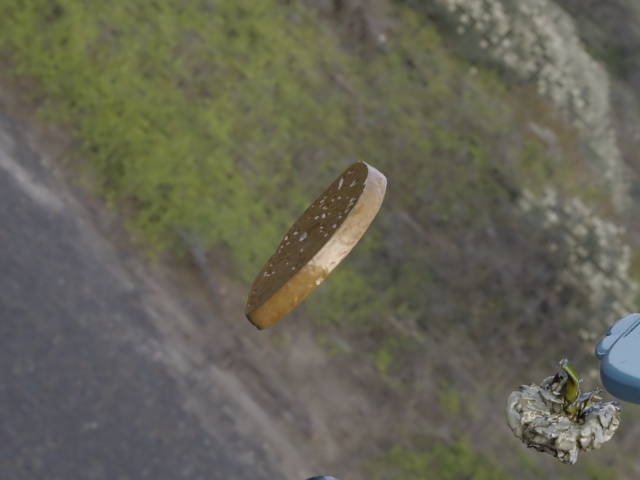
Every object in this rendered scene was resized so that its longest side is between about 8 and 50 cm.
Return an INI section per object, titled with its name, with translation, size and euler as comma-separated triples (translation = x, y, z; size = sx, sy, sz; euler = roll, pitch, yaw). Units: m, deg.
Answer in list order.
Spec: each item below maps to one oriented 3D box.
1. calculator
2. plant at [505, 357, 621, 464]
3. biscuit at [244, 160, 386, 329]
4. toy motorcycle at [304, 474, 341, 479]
[calculator]
translation = 0.423, 0.123, 1.953
size = 0.302, 0.188, 0.042
euler = 9, -45, 58
[plant]
translation = 0.255, 0.163, 1.766
size = 0.116, 0.122, 0.104
euler = -18, 41, -35
[biscuit]
translation = 0.000, 0.000, 1.607
size = 0.029, 0.142, 0.221
euler = 45, 49, -14
[toy motorcycle]
translation = -0.012, 0.289, 0.941
size = 0.182, 0.241, 0.319
euler = 53, -2, -31
